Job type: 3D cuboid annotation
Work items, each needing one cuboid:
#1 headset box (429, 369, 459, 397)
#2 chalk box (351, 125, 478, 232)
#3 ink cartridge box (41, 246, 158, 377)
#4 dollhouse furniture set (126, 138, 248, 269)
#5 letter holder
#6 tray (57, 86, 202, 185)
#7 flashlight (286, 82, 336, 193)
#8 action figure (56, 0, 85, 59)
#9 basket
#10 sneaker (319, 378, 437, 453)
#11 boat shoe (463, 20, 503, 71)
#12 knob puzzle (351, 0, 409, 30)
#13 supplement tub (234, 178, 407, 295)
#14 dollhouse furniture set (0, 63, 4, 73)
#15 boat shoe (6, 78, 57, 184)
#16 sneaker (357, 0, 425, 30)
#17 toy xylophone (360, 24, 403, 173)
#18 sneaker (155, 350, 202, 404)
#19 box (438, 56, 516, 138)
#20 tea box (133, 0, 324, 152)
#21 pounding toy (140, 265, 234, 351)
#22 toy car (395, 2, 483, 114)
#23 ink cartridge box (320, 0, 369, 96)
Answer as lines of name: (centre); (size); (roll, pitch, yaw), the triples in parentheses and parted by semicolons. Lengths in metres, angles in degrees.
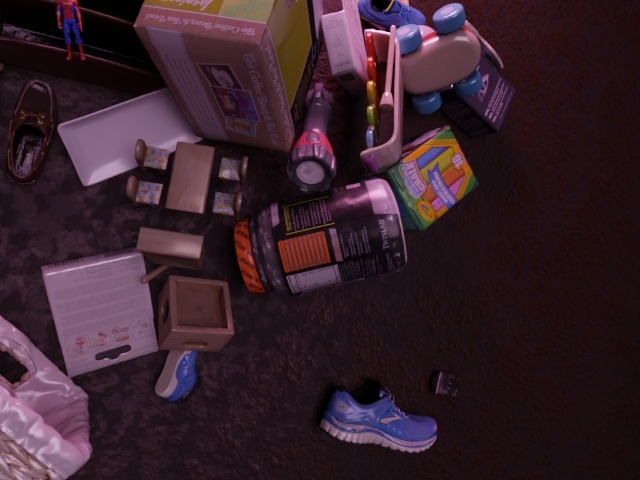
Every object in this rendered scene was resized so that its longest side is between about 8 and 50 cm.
headset box: (0.343, 0.399, 1.381); (0.083, 0.032, 0.062); (20, 80, -27)
chalk box: (0.217, -0.130, 1.251); (0.289, 0.180, 0.179); (-38, 105, -22)
ink cartridge box: (-0.434, 0.139, 0.989); (0.181, 0.056, 0.224); (-13, 113, -27)
dollhouse furniture set: (-0.259, -0.077, 0.942); (0.212, 0.161, 0.242); (8, 78, -9)
letter holder: (-0.422, -0.395, 0.907); (0.302, 0.214, 0.151); (7, 85, -27)
tray: (-0.375, -0.222, 1.000); (0.270, 0.030, 0.145); (-30, 142, -25)
flashlight: (-0.011, -0.230, 1.104); (0.103, 0.103, 0.304); (41, 31, -27)
action figure: (-0.422, -0.366, 0.834); (0.038, 0.030, 0.115); (-4, 119, -14)
basket: (-0.568, 0.274, 0.749); (0.266, 0.331, 0.328); (-45, 107, -19)
sneaker: (0.164, 0.433, 1.234); (0.330, 0.130, 0.147); (18, 83, -26)
boat shoe: (0.449, -0.564, 1.454); (0.233, 0.084, 0.079); (28, 114, -31)
knob puzzle: (0.159, -0.661, 1.320); (0.213, 0.030, 0.213); (1, 89, -27)
supplement tub: (0.000, 0.000, 1.063); (0.338, 0.207, 0.207); (-12, 95, 2)
dollhouse furniture set: (-0.630, -0.153, 0.800); (0.152, 0.201, 0.373); (6, 86, -27)
boat shoe: (-0.537, -0.206, 0.923); (0.073, 0.073, 0.206); (7, 84, -26)
sneaker: (0.196, -0.590, 1.287); (0.209, 0.082, 0.069); (6, 100, -24)
toy xylophone: (0.134, -0.323, 1.087); (0.081, 0.236, 0.322); (0, 70, 14)
sneaker: (-0.283, 0.271, 1.050); (0.084, 0.058, 0.152); (53, 43, -42)
box: (0.431, -0.416, 1.409); (0.207, 0.108, 0.153); (34, 74, -22)
tea box: (-0.139, -0.397, 0.939); (0.220, 0.329, 0.323); (11, 71, 8)
pounding toy: (-0.291, 0.119, 1.024); (0.181, 0.094, 0.206); (10, 48, -32)
toy car: (0.283, -0.496, 1.277); (0.210, 0.238, 0.219); (-21, 131, 14)
ink cartridge box: (0.057, -0.479, 1.145); (0.060, 0.275, 0.238); (-11, 94, 15)
